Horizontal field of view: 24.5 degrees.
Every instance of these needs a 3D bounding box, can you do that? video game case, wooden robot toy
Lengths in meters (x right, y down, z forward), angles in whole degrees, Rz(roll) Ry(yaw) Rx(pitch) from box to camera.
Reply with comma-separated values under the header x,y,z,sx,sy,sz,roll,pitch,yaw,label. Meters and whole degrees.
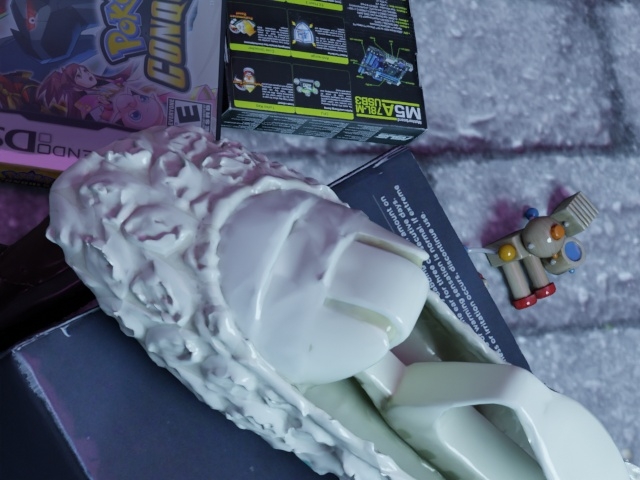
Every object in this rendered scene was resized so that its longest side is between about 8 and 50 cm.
x,y,z,sx,sy,sz,roll,pitch,yaw,label
-0.194,-0.169,1.115,0.248,0.035,0.275,8,69,-17,video game case
0.193,0.008,1.270,0.173,0.079,0.076,-26,86,-33,wooden robot toy

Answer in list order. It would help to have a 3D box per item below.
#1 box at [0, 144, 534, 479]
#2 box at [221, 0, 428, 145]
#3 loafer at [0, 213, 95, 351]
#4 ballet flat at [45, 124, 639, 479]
x,y,z,sx,sy,sz,roll,pitch,yaw,label
-0.080,0.113,0.947,0.294,0.296,0.183,-28,88,-33,box
-0.007,-0.178,1.244,0.190,0.045,0.184,3,73,-29,box
-0.240,0.041,1.020,0.220,0.080,0.078,-30,79,-39,loafer
0.048,0.068,0.778,0.409,0.147,0.147,40,58,-14,ballet flat
